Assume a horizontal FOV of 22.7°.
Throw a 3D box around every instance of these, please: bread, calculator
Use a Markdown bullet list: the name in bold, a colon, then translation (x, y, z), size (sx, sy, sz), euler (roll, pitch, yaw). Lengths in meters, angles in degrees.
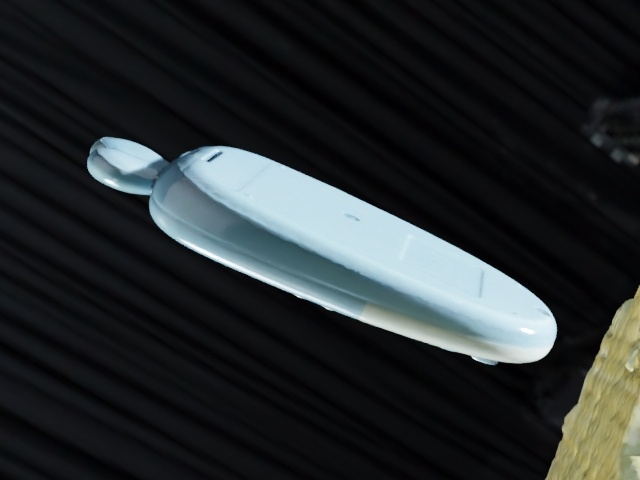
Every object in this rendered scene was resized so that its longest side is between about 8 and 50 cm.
- **bread**: translation (0.130, 0.101, 0.697), size (0.251, 0.039, 0.181), euler (-55, 168, -71)
- **calculator**: translation (0.000, 0.000, 0.959), size (0.188, 0.303, 0.042), euler (-60, 175, -77)
